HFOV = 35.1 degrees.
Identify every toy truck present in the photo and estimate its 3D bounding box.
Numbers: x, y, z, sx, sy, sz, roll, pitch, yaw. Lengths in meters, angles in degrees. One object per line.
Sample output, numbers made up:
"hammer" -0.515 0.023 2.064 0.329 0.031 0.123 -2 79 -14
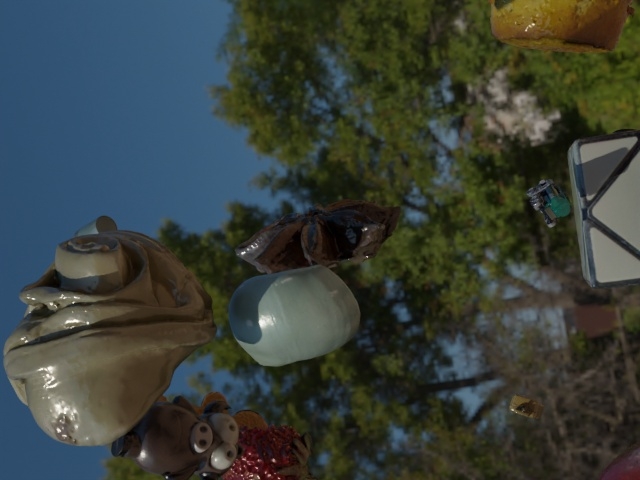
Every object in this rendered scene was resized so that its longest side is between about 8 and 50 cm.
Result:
"toy truck" 0.293 -0.051 1.292 0.039 0.044 0.083 50 -165 -14

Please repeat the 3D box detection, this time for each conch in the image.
"conch" -0.043 0.125 1.571 0.185 0.221 0.121 31 -128 -31

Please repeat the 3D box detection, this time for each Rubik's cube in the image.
"Rubik's cube" 0.456 -0.048 1.395 0.205 0.205 0.207 -12 -86 -79

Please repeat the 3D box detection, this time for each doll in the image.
"doll" -0.251 0.363 1.848 0.257 0.117 0.182 16 -121 -25

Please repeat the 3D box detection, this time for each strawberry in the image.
"strawberry" -0.162 0.579 2.500 0.138 0.306 0.233 -20 -78 -62

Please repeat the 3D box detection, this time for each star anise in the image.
"star anise" -0.001 0.000 1.929 0.332 0.331 0.118 -48 -52 -72

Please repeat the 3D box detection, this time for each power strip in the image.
"power strip" 0.496 0.399 2.422 0.305 0.064 0.044 32 -105 -72

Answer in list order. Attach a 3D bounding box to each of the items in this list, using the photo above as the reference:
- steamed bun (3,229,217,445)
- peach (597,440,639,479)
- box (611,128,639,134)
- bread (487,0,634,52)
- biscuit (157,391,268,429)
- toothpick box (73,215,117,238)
"steamed bun" -0.342 0.118 1.523 0.324 0.310 0.219 -44 -58 -20
"peach" 0.553 0.475 1.543 0.370 0.370 0.370 -10 -90 -76
"box" 0.607 -0.155 1.950 0.126 0.027 0.125 -145 34 -77
"bread" 0.587 -0.574 2.528 0.337 0.358 0.204 -168 84 -65
"biscuit" -0.310 0.521 2.744 0.047 0.339 0.216 126 142 -69
"toothpick box" -0.439 -0.011 1.970 0.052 0.083 0.052 23 -125 -37
